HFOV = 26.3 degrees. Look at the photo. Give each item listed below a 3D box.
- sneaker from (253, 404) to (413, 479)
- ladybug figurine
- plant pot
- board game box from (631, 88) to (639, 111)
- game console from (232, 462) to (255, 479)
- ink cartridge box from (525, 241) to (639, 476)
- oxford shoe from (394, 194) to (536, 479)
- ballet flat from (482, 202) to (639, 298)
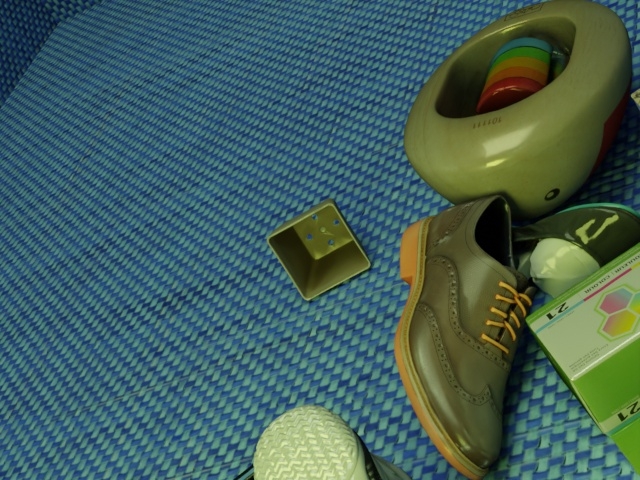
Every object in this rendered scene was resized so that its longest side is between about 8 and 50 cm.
[{"bbox_3d":[0.068,0.339,1.308,0.137,0.210,0.366,-30,63,12],"label":"sneaker"},{"bbox_3d":[0.273,-0.170,1.798,0.305,0.162,0.449,-14,29,29],"label":"ladybug figurine"},{"bbox_3d":[0.000,0.000,1.936,0.109,0.109,0.096,-29,17,13],"label":"plant pot"},{"bbox_3d":[0.475,-0.065,1.299,0.232,0.291,0.141,-31,28,8],"label":"board game box"},{"bbox_3d":[-0.104,0.295,1.624,0.122,0.071,0.107,-37,28,-3],"label":"game console"},{"bbox_3d":[0.346,0.118,1.369,0.188,0.097,0.255,-34,27,3],"label":"ink cartridge box"},{"bbox_3d":[0.168,0.091,1.516,0.132,0.130,0.364,-31,41,29],"label":"oxford shoe"},{"bbox_3d":[0.264,0.024,1.624,0.280,0.095,0.096,-11,45,55],"label":"ballet flat"}]
